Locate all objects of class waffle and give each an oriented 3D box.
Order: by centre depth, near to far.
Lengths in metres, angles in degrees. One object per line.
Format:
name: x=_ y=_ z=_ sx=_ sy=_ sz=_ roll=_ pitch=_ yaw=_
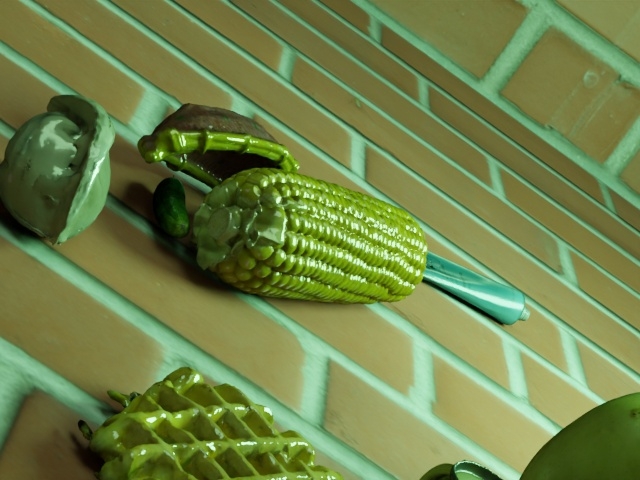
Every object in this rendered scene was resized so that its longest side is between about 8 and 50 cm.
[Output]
waffle: x=-0.061 y=0.214 z=1.484 sx=0.329 sy=0.062 sz=0.329 roll=33 pitch=19 yaw=-13

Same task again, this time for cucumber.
cucumber: x=-0.162 y=-0.035 z=1.934 sx=0.039 sy=0.039 sz=0.168 roll=31 pitch=13 yaw=-19

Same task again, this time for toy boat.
toy boat: x=-0.110 y=-0.089 z=2.000 sx=0.318 sy=0.141 sz=0.099 roll=31 pitch=53 yaw=-62

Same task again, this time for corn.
corn: x=0.000 y=0.000 z=1.998 sx=0.144 sy=0.144 sz=0.387 roll=48 pitch=22 yaw=27

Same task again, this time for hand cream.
hand cream: x=0.184 y=0.054 z=2.387 sx=0.224 sy=0.048 sz=0.083 roll=26 pitch=24 yaw=-20

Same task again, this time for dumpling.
dumpling: x=-0.251 y=-0.076 z=1.722 sx=0.118 sy=0.136 sz=0.199 roll=18 pitch=15 yaw=-31

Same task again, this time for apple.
apple: x=0.318 y=0.280 z=1.781 sx=0.262 sy=0.262 sz=0.262 roll=34 pitch=18 yaw=-13

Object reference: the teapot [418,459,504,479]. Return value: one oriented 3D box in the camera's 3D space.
teapot: x=0.121 y=0.260 z=1.624 sx=0.130 sy=0.119 sz=0.165 roll=30 pitch=19 yaw=-24
